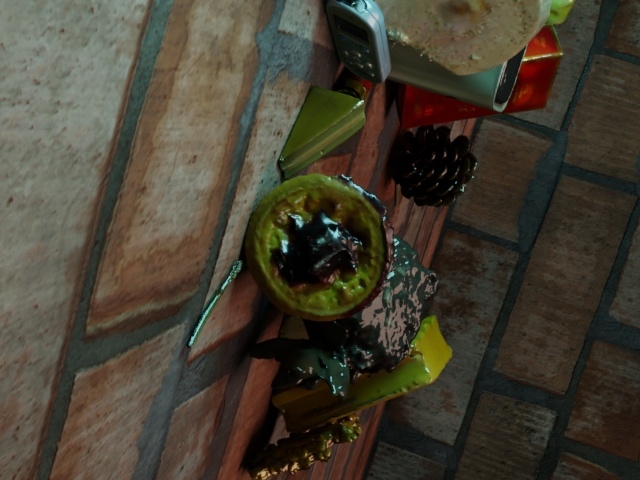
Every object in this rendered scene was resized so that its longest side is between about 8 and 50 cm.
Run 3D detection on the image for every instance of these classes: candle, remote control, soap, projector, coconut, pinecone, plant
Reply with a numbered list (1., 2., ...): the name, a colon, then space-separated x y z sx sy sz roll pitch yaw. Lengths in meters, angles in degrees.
1. candle: 0.065 -0.269 1.665 0.052 0.052 0.131 93 19 -51
2. remote control: 0.061 -0.302 1.503 0.047 0.087 0.244 -55 166 -7
3. soap: 0.080 0.262 1.957 0.096 0.324 0.204 65 22 -1
4. projector: 0.239 -0.382 1.800 0.248 0.249 0.248 -17 125 -74
5. coconut: 0.215 -0.421 1.523 0.297 0.297 0.254 89 6 -57
6. pinecone: 0.256 -0.182 2.348 0.208 0.208 0.208 19 90 -78
7. plant: 0.035 0.135 1.657 0.213 0.215 0.312 45 66 -29

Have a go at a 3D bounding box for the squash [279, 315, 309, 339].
1. squash: 0.016 0.169 1.914 0.247 0.132 0.132 -26 133 -73

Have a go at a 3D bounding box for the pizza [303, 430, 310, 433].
1. pizza: -0.014 0.386 2.321 0.178 0.041 0.131 -53 156 -56

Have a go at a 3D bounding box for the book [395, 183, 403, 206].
1. book: 0.214 -0.173 2.560 0.172 0.012 0.118 80 31 -66

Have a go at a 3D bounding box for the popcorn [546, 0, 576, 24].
1. popcorn: 0.359 -0.554 2.039 0.312 0.312 0.312 19 90 -78

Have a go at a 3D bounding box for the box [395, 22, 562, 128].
1. box: 0.314 -0.330 2.050 0.197 0.313 0.089 86 -5 -64

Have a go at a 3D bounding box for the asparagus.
1. asparagus: -0.143 0.083 1.364 0.016 0.013 0.166 51 45 -25

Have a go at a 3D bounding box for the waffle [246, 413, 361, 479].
1. waffle: -0.029 0.395 1.946 0.231 0.228 0.051 -28 94 -81

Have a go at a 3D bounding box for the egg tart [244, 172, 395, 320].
1. egg tart: 0.000 0.000 1.471 0.171 0.215 0.215 -84 -170 -79

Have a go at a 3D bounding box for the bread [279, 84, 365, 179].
1. bread: 0.003 -0.148 1.497 0.074 0.084 0.139 83 29 -66
